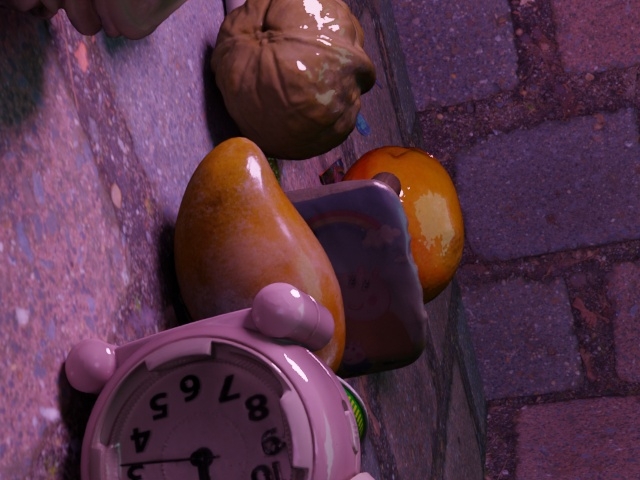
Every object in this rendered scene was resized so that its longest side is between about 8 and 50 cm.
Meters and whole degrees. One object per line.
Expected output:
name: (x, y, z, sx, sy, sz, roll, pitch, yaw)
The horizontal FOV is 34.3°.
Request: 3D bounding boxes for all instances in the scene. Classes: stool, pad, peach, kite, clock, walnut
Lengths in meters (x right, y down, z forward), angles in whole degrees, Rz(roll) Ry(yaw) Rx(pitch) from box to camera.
stool: (0.006, 0.049, 1.655, 0.226, 0.310, 0.310, -69, 149, -74)
pad: (-0.175, 0.065, 1.554, 0.245, 0.006, 0.170, -59, 136, -66)
peach: (0.171, -0.037, 2.294, 0.373, 0.290, 0.372, 8, 75, -33)
kite: (0.052, -0.112, 2.454, 0.321, 0.016, 0.234, 59, 27, -53)
clock: (-0.104, 0.245, 1.109, 0.184, 0.342, 0.325, 38, 36, -60)
walnut: (-0.043, -0.286, 1.736, 0.282, 0.253, 0.277, 68, 12, 17)

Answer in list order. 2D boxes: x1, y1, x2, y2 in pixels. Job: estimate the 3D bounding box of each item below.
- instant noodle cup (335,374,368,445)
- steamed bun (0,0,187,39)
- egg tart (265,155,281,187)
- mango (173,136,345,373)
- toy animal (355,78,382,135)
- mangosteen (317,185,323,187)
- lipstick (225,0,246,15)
instant noodle cup: (-0.056, 0.328, 1.519, 0.232, 0.207, 0.207, -63, 142, -51)
steamed bun: (-0.264, -0.311, 1.072, 0.280, 0.207, 0.268, 45, -6, -34)
egg tart: (-0.103, -0.101, 1.823, 0.130, 0.052, 0.130, -11, 90, -76)
mango: (-0.088, 0.048, 1.442, 0.199, 0.221, 0.384, -26, 107, -45)
toy animal: (0.016, -0.330, 2.222, 0.239, 0.255, 0.176, -41, 159, -27)
mangosteen: (0.000, 0.000, 1.941, 0.217, 0.192, 0.192, -22, 104, -44)
lipstick: (-0.144, -0.482, 1.869, 0.070, 0.070, 0.254, 12, 69, -74)
